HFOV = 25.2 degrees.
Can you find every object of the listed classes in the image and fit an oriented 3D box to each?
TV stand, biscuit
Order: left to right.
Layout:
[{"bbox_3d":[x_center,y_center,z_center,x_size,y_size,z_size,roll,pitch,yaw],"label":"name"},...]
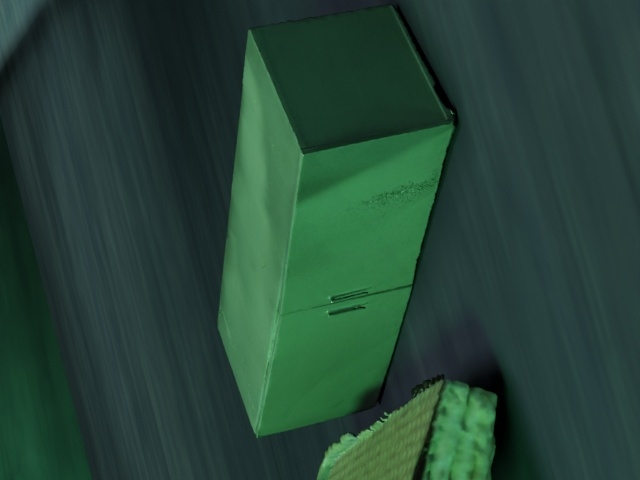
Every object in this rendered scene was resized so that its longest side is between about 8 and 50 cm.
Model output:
[{"bbox_3d":[0.000,0.000,0.782,0.269,0.083,0.088,100,154,-54],"label":"TV stand"},{"bbox_3d":[0.031,0.168,0.767,0.252,0.052,0.150,124,163,-67],"label":"biscuit"}]
